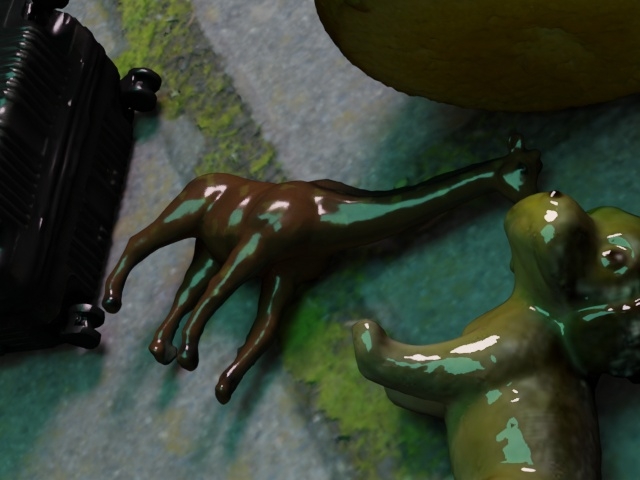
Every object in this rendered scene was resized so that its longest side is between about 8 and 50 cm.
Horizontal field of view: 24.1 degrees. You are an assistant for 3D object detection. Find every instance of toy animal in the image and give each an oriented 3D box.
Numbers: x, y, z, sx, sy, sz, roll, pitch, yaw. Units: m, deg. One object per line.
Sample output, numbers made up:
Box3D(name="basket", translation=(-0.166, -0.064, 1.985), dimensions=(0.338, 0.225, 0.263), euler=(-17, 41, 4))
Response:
Box3D(name="toy animal", translation=(0.000, 0.000, 0.917), dimensions=(0.224, 0.066, 0.230), euler=(28, 71, 39))
Box3D(name="toy animal", translation=(0.101, 0.082, 0.778), dimensions=(0.168, 0.121, 0.233), euler=(0, 62, 17))

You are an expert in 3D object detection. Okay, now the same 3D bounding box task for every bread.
Box3D(name="bread", translation=(0.115, -0.170, 0.859), dimensions=(0.268, 0.268, 0.146), euler=(-4, 70, 27))

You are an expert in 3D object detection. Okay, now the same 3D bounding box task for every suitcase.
Box3D(name="suitcase", translation=(-0.301, -0.038, 1.051), dimensions=(0.335, 0.152, 0.229), euler=(-7, 55, 25))
